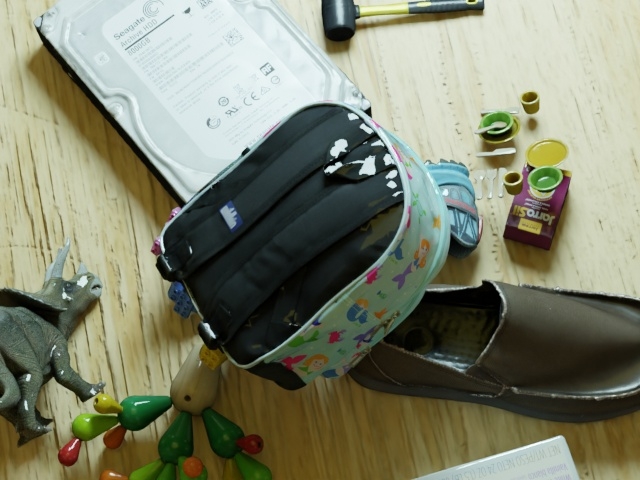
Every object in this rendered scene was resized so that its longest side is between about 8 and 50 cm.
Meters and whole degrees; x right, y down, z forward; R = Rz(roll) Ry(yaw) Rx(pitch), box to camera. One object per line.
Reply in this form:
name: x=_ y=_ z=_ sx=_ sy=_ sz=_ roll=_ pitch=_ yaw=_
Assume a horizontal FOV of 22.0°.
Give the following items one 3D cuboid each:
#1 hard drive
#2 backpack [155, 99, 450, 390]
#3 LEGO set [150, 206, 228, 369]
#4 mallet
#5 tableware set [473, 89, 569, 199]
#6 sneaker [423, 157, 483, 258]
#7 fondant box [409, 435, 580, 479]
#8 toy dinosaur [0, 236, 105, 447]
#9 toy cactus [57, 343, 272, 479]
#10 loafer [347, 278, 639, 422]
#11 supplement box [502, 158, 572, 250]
hard drive: x=-0.135 y=-0.192 z=1.865 sx=0.237 sy=0.064 sz=0.339 roll=-37 pitch=71 yaw=-10
backpack: x=0.000 y=0.000 z=1.606 sx=0.253 sy=0.191 sz=0.225 roll=-45 pitch=54 yaw=16
LEGO set: x=-0.103 y=0.077 z=1.733 sx=0.227 sy=0.087 sz=0.093 roll=36 pitch=35 yaw=13
mallet: x=0.092 y=-0.276 z=1.898 sx=0.189 sy=0.039 sz=0.062 roll=-11 pitch=67 yaw=-5
tableware set: x=0.218 y=-0.106 z=1.790 sx=0.104 sy=0.024 sz=0.154 roll=-4 pitch=45 yaw=14
sneaker: x=0.049 y=0.001 z=1.759 sx=0.262 sy=0.104 sz=0.125 roll=-17 pitch=71 yaw=-2
fondant box: x=0.178 y=0.385 z=1.611 sx=0.238 sy=0.096 sz=0.330 roll=-16 pitch=71 yaw=-3
toy dinosaur: x=-0.317 y=0.123 z=1.686 sx=0.121 sy=0.313 sz=0.160 roll=-32 pitch=92 yaw=23
toy cactus: x=-0.150 y=0.189 z=1.712 sx=0.219 sy=0.112 sz=0.180 roll=9 pitch=60 yaw=16
loafer: x=0.199 y=0.109 z=1.693 sx=0.366 sy=0.130 sz=0.134 roll=-1 pitch=70 yaw=4
supplement box: x=0.237 y=-0.039 z=1.792 sx=0.055 sy=0.043 sz=0.083 roll=16 pitch=72 yaw=9
